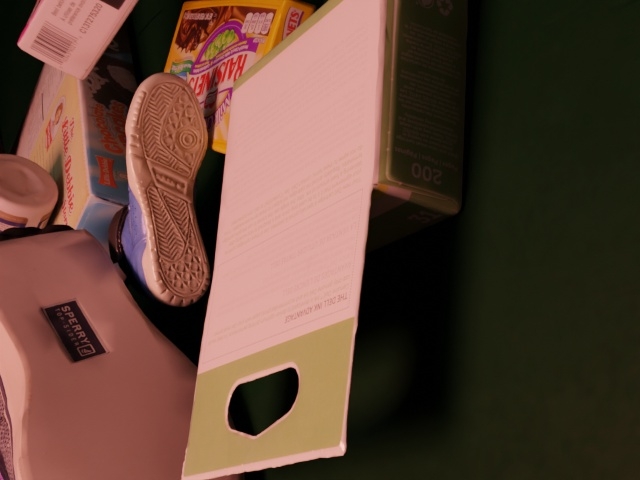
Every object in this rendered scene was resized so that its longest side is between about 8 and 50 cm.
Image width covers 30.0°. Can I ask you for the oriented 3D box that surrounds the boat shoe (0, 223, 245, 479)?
[{"bbox_3d":[-0.137,0.137,0.741,0.340,0.127,0.158,-125,32,-50],"label":"boat shoe"}]

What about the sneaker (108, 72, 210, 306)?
[{"bbox_3d":[-0.112,-0.033,0.801,0.084,0.058,0.152,0,98,62],"label":"sneaker"}]

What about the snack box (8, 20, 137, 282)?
[{"bbox_3d":[-0.216,-0.054,1.041,0.187,0.060,0.322,-59,29,29],"label":"snack box"}]

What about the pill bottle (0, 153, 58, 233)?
[{"bbox_3d":[-0.259,-0.005,0.948,0.120,0.067,0.067,-57,30,32],"label":"pill bottle"}]

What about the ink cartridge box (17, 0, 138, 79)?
[{"bbox_3d":[-0.129,-0.314,0.950,0.176,0.069,0.371,-41,27,48],"label":"ink cartridge box"}]

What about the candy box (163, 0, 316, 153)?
[{"bbox_3d":[-0.067,-0.114,0.824,0.206,0.027,0.105,22,98,64],"label":"candy box"}]

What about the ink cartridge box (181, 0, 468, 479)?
[{"bbox_3d":[0.000,0.000,0.594,0.171,0.056,0.235,-27,55,57],"label":"ink cartridge box"}]

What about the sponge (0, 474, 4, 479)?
[{"bbox_3d":[-0.262,0.151,0.923,0.117,0.031,0.210,-17,76,29],"label":"sponge"}]

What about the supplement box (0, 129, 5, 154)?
[{"bbox_3d":[-0.369,-0.055,1.156,0.073,0.130,0.239,-111,17,-55],"label":"supplement box"}]
